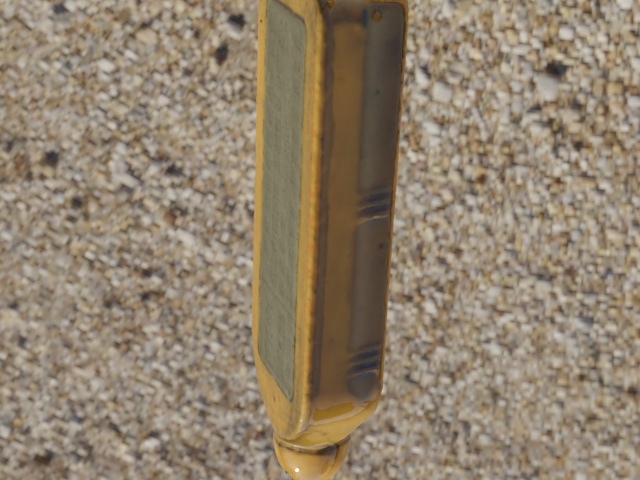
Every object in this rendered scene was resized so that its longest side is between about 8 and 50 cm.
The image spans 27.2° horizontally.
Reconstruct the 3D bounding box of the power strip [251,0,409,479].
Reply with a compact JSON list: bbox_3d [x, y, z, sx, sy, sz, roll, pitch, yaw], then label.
[{"bbox_3d":[0.000,0.000,0.385,0.028,0.049,0.178,-7,116,-20],"label":"power strip"}]
